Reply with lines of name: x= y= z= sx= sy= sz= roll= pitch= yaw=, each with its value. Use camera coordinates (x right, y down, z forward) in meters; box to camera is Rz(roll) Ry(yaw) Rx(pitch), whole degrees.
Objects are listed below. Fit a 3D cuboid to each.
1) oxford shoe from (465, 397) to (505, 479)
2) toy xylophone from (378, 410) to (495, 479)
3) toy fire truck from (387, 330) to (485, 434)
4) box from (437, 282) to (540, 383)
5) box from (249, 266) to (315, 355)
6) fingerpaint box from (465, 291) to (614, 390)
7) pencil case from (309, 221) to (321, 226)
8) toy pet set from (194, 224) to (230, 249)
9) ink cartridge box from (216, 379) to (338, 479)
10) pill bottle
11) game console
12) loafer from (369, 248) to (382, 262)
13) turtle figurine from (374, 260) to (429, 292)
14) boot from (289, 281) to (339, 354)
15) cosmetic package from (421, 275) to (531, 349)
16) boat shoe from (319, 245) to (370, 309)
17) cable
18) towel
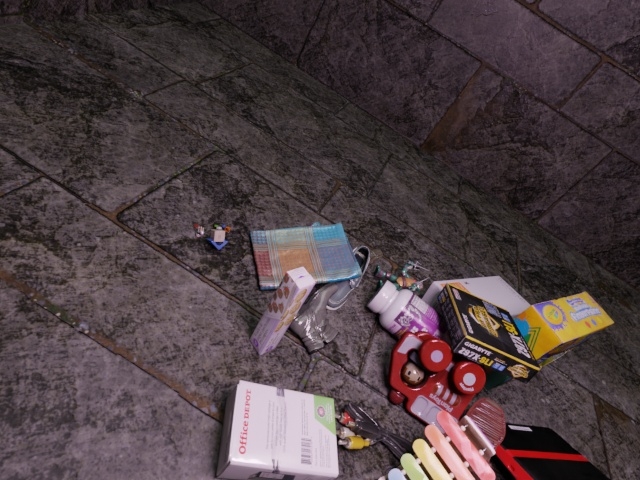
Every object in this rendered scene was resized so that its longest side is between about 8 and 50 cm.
oxford shoe: x=0.473 y=0.636 z=1.296 sx=0.123 sy=0.130 sz=0.348 roll=30 pitch=41 yaw=21
toy xylophone: x=0.331 y=0.634 z=1.121 sx=0.323 sy=0.081 sz=0.236 roll=-38 pitch=59 yaw=-14
toy fire truck: x=0.351 y=0.448 z=1.338 sx=0.302 sy=0.253 sz=0.169 roll=34 pitch=-4 yaw=-1
box: x=0.537 y=0.293 z=1.378 sx=0.257 sy=0.079 sz=0.322 roll=26 pitch=23 yaw=-5
box: x=-0.113 y=0.205 z=1.180 sx=0.067 sy=0.324 sz=0.063 roll=-13 pitch=54 yaw=-44
fingerpaint box: x=0.849 y=0.388 z=1.628 sx=0.445 sy=0.371 sz=0.163 roll=-2 pitch=50 yaw=-37
pencil case: x=0.000 y=0.000 z=1.689 sx=0.070 sy=0.064 sz=0.151 roll=14 pitch=39 yaw=-47
toy pet set: x=-0.369 y=-0.013 z=1.467 sx=0.122 sy=0.065 sz=0.114 roll=-1 pitch=14 yaw=-39
ink cartridge box: x=-0.105 y=0.489 z=1.052 sx=0.273 sy=0.114 sz=0.198 roll=18 pitch=40 yaw=-19
pill bottle: x=0.324 y=0.286 z=1.528 sx=0.302 sy=0.169 sz=0.169 roll=38 pitch=38 yaw=7
game console: x=0.736 y=0.723 z=1.348 sx=0.387 sy=0.060 sz=0.342 roll=16 pitch=11 yaw=-23
loafer: x=0.195 y=0.078 z=1.759 sx=0.148 sy=0.050 sz=0.056 roll=-14 pitch=66 yaw=-25
turtle figurine: x=0.343 y=0.167 z=1.713 sx=0.234 sy=0.118 sz=0.175 roll=6 pitch=29 yaw=-10
boot: x=0.007 y=0.261 z=1.401 sx=0.161 sy=0.083 sz=0.247 roll=47 pitch=55 yaw=10
cosmetic package: x=0.647 y=0.286 z=1.733 sx=0.454 sy=0.161 sz=0.230 roll=0 pitch=38 yaw=-36
boat shoe: x=0.098 y=0.129 z=1.578 sx=0.116 sy=0.099 sz=0.319 roll=39 pitch=46 yaw=2
cable: x=0.155 y=0.569 z=1.223 sx=0.287 sy=0.072 sz=0.139 roll=32 pitch=19 yaw=-22
towel: x=-0.057 y=0.049 z=1.532 sx=0.371 sy=0.040 sz=0.271 roll=-5 pitch=49 yaw=-16
